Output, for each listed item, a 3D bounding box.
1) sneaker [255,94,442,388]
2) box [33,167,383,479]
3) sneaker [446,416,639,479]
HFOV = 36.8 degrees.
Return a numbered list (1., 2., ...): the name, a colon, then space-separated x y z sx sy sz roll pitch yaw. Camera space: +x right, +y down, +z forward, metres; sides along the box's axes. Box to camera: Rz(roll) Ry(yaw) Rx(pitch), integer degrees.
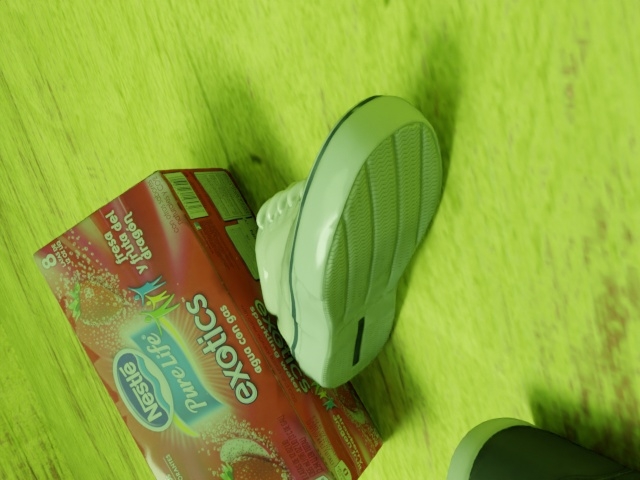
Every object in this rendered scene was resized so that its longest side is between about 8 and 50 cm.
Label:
1. sneaker: 0.000 0.000 0.574 0.091 0.094 0.258 45 150 22
2. box: -0.076 0.084 0.707 0.256 0.123 0.128 60 -163 3
3. sneaker: 0.140 0.245 0.483 0.147 0.105 0.295 -7 88 63
